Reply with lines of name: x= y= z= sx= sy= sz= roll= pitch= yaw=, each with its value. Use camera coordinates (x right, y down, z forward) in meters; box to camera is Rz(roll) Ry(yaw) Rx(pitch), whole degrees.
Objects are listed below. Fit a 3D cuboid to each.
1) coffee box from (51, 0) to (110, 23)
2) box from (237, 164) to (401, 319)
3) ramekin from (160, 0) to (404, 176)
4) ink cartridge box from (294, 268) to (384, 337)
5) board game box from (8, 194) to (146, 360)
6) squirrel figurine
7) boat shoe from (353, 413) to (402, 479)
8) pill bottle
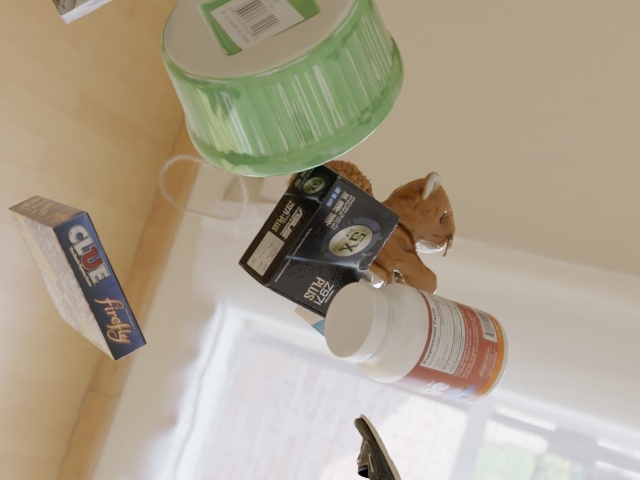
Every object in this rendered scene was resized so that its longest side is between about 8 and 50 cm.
coffee box: x=-0.357 y=-0.446 z=1.344 sx=0.247 sy=0.141 sz=0.098 roll=62 pitch=-5 yaw=-10
box: x=0.000 y=0.000 z=1.338 sx=0.147 sy=0.077 sz=0.180 roll=32 pitch=93 yaw=-45
ramekin: x=-0.056 y=-0.242 z=1.248 sx=0.303 sy=0.303 sz=0.148 roll=-61 pitch=147 yaw=-29
ink cartridge box: x=0.039 y=0.094 z=1.752 sx=0.090 sy=0.092 sz=0.143 roll=-7 pitch=132 yaw=-60
board game box: x=-0.290 y=0.036 z=1.143 sx=0.042 sy=0.243 sz=0.165 roll=-29 pitch=110 yaw=-22
squirrel figurine: x=0.099 y=-0.025 z=2.088 sx=0.370 sy=0.397 sz=0.281 roll=-48 pitch=-176 yaw=-13
boat shoe: x=0.104 y=0.445 z=1.990 sx=0.079 sy=0.233 sz=0.084 roll=-26 pitch=127 yaw=-1
pill bottle: x=0.116 y=0.121 z=1.185 sx=0.216 sy=0.121 sz=0.121 roll=19 pitch=85 yaw=-34
